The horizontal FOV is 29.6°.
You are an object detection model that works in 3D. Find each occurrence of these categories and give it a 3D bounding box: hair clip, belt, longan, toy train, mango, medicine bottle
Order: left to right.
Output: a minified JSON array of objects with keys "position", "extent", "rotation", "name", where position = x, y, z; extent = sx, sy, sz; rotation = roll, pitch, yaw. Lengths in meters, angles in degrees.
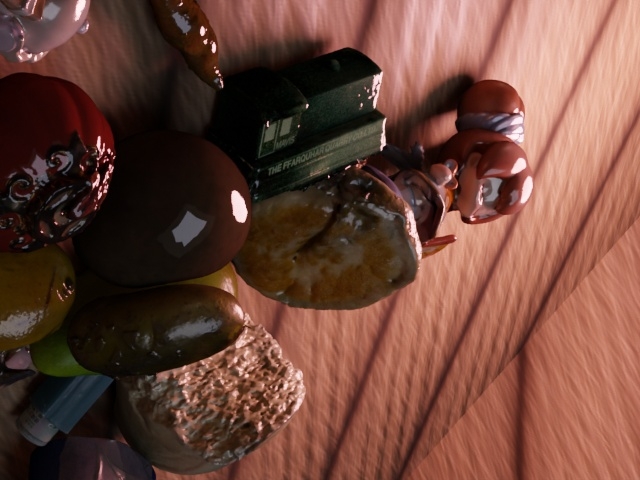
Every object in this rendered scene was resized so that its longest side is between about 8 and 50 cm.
[{"position":[-0.505,0.218,1.752],"extent":[0.257,0.075,0.146],"rotation":[-38,168,-1],"name":"hair clip"},{"position":[-0.443,0.068,1.545],"extent":[0.262,0.167,0.130],"rotation":[-18,180,-28],"name":"mango"},{"position":[-0.369,0.215,1.922],"extent":[0.258,0.079,0.124],"rotation":[-48,153,3],"name":"medicine bottle"},{"position":[-0.386,0.449,2.062],"extent":[0.212,0.117,0.347],"rotation":[0,149,-1],"name":"belt"},{"position":[-0.274,0.111,1.800],"extent":[0.343,0.192,0.156],"rotation":[-23,167,-30],"name":"mango"},{"position":[-0.210,-0.039,1.652],"extent":[0.246,0.215,0.246],"rotation":[1,141,1],"name":"longan"},{"position":[-0.029,-0.181,1.820],"extent":[0.330,0.138,0.178],"rotation":[-26,142,-37],"name":"toy train"}]

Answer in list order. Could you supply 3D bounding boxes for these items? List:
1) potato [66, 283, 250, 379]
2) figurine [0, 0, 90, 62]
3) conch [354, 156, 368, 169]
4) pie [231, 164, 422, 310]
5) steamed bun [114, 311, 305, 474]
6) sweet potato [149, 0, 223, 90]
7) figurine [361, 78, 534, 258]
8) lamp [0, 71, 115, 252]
[{"position":[-0.221,0.124,1.654],"extent":[0.251,0.113,0.149],"rotation":[-4,151,-5],"name":"potato"},{"position":[-0.327,-0.275,1.278],"extent":[0.237,0.141,0.162],"rotation":[32,67,-71],"name":"figurine"},{"position":[-0.009,-0.093,2.020],"extent":[0.232,0.080,0.086],"rotation":[-31,150,-26],"name":"conch"},{"position":[0.000,0.000,1.996],"extent":[0.339,0.077,0.339],"rotation":[2,135,2],"name":"pie"},{"position":[-0.184,0.283,2.078],"extent":[0.290,0.272,0.273],"rotation":[-21,144,-34],"name":"steamed bun"},{"position":[-0.178,-0.283,1.547],"extent":[0.067,0.067,0.274],"rotation":[-41,147,-10],"name":"sweet potato"},{"position":[0.220,-0.106,2.199],"extent":[0.388,0.248,0.277],"rotation":[-18,145,-28],"name":"figurine"},{"position":[-0.344,-0.085,1.414],"extent":[0.227,0.227,0.227],"rotation":[-34,150,-23],"name":"lamp"}]
